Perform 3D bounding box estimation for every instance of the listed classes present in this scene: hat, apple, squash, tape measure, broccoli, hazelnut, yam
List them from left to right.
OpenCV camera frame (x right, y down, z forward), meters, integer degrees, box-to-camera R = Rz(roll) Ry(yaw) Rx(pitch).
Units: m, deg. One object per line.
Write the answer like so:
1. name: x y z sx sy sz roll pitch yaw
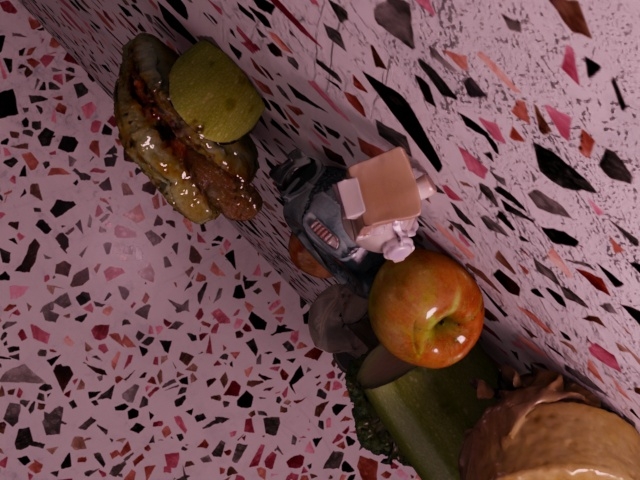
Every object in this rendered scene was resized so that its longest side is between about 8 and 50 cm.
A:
1. squash: -0.178 -0.269 1.723 0.192 0.184 0.085 45 132 -14
2. hazelnut: 0.000 0.000 2.075 0.150 0.150 0.150 44 171 8
3. tape measure: 0.044 -0.014 1.750 0.275 0.147 0.256 40 171 37
4. hat: 0.103 0.228 2.559 0.275 0.232 0.161 32 142 -11
5. yam: 0.166 0.240 2.448 0.279 0.131 0.131 48 171 -31
6. broccoli: 0.219 0.367 2.258 0.304 0.321 0.283 56 160 6
7. apple: 0.172 0.109 1.598 0.196 0.196 0.196 44 171 8
8. squash: 0.272 0.360 1.918 0.384 0.263 0.263 55 170 -6

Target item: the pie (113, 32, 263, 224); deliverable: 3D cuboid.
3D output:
1. pie: -0.272 -0.233 1.920 0.395 0.180 0.418 50 -167 -27

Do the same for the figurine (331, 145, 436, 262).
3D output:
1. figurine: 0.097 -0.053 1.434 0.237 0.141 0.162 68 -177 -75

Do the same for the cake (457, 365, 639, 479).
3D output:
1. cake: 0.390 0.361 1.627 0.332 0.332 0.321 50 -153 -32

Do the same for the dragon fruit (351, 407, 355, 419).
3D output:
1. dragon fruit: 0.211 0.413 2.699 0.250 0.269 0.291 -134 39 -55
